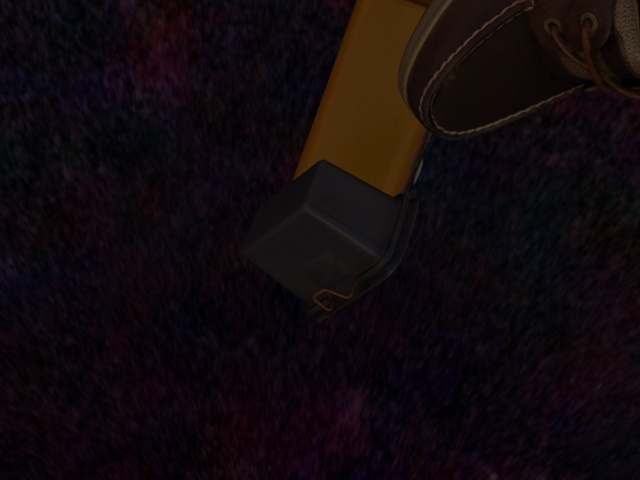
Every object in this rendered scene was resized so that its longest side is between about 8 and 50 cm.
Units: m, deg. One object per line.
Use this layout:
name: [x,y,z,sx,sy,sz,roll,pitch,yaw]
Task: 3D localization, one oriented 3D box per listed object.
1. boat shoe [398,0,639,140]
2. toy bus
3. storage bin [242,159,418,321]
boat shoe: [0.195,-0.158,1.065,0.342,0.123,0.123,-33,43,25]
toy bus: [0.062,-0.139,1.535,0.108,0.130,0.333,22,104,8]
storage bin: [0.000,0.000,1.315,0.091,0.135,0.098,32,53,-18]
